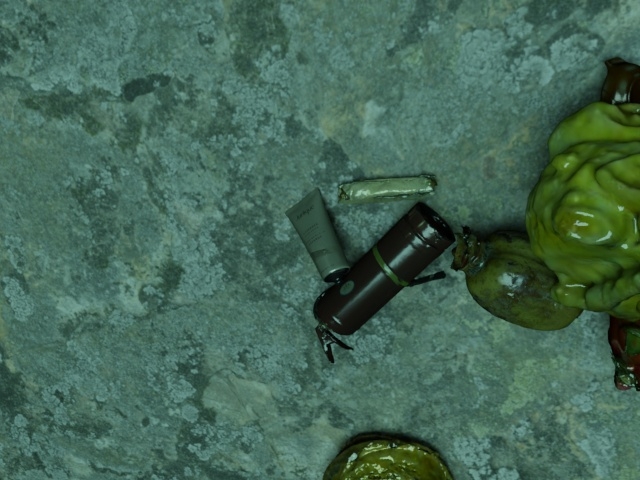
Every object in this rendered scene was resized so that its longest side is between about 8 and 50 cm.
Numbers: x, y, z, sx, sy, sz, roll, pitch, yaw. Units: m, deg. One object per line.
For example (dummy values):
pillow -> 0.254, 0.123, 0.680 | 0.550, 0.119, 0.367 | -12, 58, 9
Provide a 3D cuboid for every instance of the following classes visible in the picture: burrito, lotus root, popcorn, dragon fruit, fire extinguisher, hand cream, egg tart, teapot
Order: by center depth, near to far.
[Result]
popcorn -> 0.446, -0.033, 0.972 | 0.312, 0.312, 0.312 | 5, 113, 13
teapot -> 0.471, -0.221, 1.058 | 0.098, 0.078, 0.129 | -24, 109, -22
dragon fruit -> 0.550, 0.113, 1.103 | 0.200, 0.198, 0.269 | -24, 112, -23
lotus root -> 0.325, 0.059, 1.156 | 0.278, 0.154, 0.154 | 23, 116, -11
burrito -> 0.117, -0.090, 1.220 | 0.186, 0.041, 0.045 | -2, 69, 16
hand cream -> 0.000, 0.000, 1.250 | 0.087, 0.054, 0.186 | -36, 66, 25
fire extinguisher -> 0.104, 0.089, 1.251 | 0.341, 0.105, 0.141 | -47, 70, 22
egg tart -> 0.147, 0.550, 1.430 | 0.297, 0.132, 0.297 | 3, 112, 7
